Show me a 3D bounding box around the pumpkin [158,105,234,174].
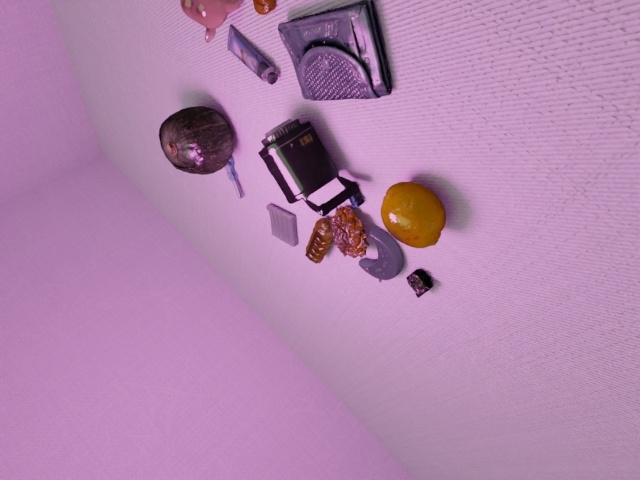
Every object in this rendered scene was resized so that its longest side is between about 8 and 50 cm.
[{"bbox_3d":[-0.541,-0.428,1.802,0.327,0.257,0.292,0,112,47],"label":"pumpkin"}]

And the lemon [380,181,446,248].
[{"bbox_3d":[0.269,-0.074,1.201,0.207,0.170,0.170,39,149,8],"label":"lemon"}]

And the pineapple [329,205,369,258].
[{"bbox_3d":[0.095,-0.024,1.536,0.225,0.076,0.225,49,150,42],"label":"pineapple"}]

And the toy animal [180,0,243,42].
[{"bbox_3d":[-0.382,-0.778,1.298,0.166,0.154,0.250,-38,85,39],"label":"toy animal"}]

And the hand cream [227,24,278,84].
[{"bbox_3d":[-0.235,-0.617,1.397,0.256,0.055,0.088,48,147,17],"label":"hand cream"}]

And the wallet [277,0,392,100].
[{"bbox_3d":[0.029,-0.499,1.141,0.342,0.075,0.237,17,140,44],"label":"wallet"}]

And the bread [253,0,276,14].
[{"bbox_3d":[-0.166,-0.699,1.202,0.081,0.046,0.083,50,152,5],"label":"bread"}]

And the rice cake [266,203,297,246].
[{"bbox_3d":[-0.177,-0.072,1.944,0.189,0.037,0.198,28,143,34],"label":"rice cake"}]

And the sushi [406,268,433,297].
[{"bbox_3d":[0.350,0.142,1.450,0.083,0.056,0.085,51,153,13],"label":"sushi"}]

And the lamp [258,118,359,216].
[{"bbox_3d":[-0.073,-0.269,1.398,0.374,0.205,0.272,28,150,52],"label":"lamp"}]

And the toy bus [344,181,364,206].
[{"bbox_3d":[0.116,-0.159,1.439,0.046,0.038,0.083,4,127,56],"label":"toy bus"}]

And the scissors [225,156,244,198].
[{"bbox_3d":[-0.429,-0.321,2.012,0.125,0.030,0.256,13,131,46],"label":"scissors"}]

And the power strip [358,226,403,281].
[{"bbox_3d":[0.225,0.072,1.540,0.167,0.054,0.253,39,148,22],"label":"power strip"}]

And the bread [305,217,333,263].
[{"bbox_3d":[0.000,-0.001,1.733,0.087,0.098,0.269,7,149,-10],"label":"bread"}]
